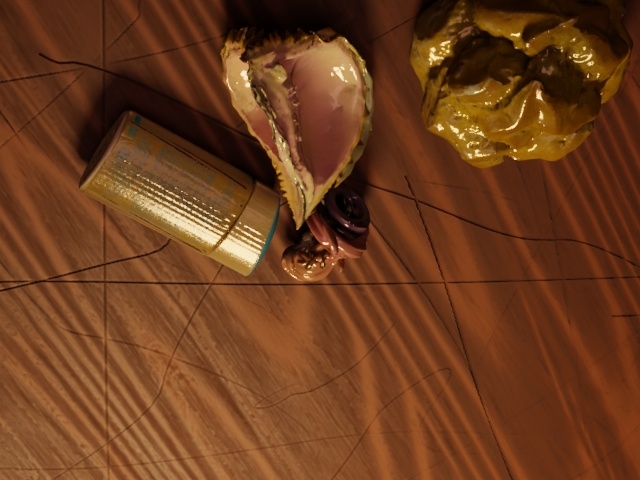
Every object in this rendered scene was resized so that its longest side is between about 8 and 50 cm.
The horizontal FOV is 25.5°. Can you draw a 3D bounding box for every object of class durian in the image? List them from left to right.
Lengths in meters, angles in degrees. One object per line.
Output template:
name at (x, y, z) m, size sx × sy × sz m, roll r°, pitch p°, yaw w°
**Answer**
durian at (-0.013, -0.189, 1.928) m, size 0.195 × 0.185 × 0.305 m, roll -33°, pitch 124°, yaw -14°

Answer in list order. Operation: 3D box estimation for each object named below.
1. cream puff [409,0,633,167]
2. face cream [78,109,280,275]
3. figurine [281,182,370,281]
cream puff at (0.282, -0.231, 1.899) m, size 0.291 × 0.257 × 0.324 m, roll 34°, pitch 106°, yaw -20°
face cream at (-0.186, -0.063, 1.999) m, size 0.285 × 0.067 × 0.139 m, roll 29°, pitch 109°, yaw -22°
figurine at (0.010, 0.002, 2.045) m, size 0.114 × 0.126 × 0.157 m, roll 28°, pitch 111°, yaw 14°
